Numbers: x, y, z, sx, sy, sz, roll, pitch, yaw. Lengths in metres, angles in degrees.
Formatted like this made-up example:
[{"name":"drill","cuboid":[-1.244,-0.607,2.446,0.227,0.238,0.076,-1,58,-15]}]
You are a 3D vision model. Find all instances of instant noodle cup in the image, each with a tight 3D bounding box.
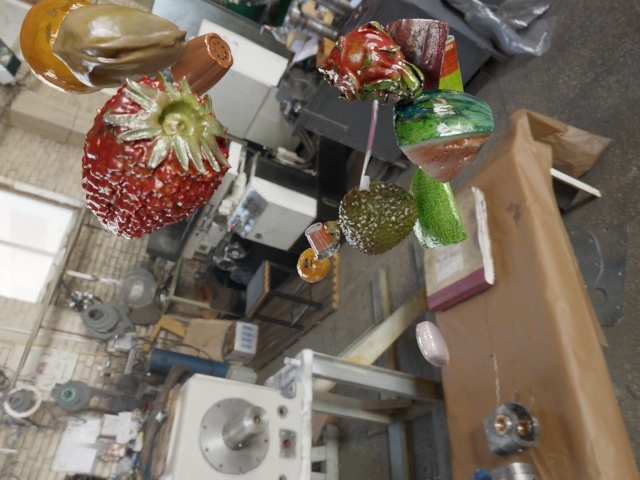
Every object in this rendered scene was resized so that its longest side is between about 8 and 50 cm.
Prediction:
[{"name":"instant noodle cup","cuboid":[0.001,-0.001,2.123,0.127,0.136,0.127,-28,21,12]},{"name":"instant noodle cup","cuboid":[0.456,-0.669,1.995,0.294,0.293,0.308,-114,7,-60]}]

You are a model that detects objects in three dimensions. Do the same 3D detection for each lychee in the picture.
[{"name":"lychee","cuboid":[0.180,-0.076,1.656,0.320,0.270,0.270,5,77,49]}]

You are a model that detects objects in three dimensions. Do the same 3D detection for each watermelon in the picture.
[{"name":"watermelon","cuboid":[0.351,-0.314,1.277,0.222,0.319,0.292,-18,55,33]}]

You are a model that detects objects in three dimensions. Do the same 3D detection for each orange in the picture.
[{"name":"orange","cuboid":[-0.822,-0.647,1.594,0.312,0.312,0.312,-50,31,44]},{"name":"orange","cuboid":[-0.035,0.123,2.388,0.177,0.155,0.178,-37,44,48]}]

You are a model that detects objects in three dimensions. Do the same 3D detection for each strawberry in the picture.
[{"name":"strawberry","cuboid":[-0.351,-0.164,0.996,0.343,0.292,0.292,-29,46,44]}]

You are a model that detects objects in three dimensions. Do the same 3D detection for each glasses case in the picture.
[{"name":"glasses case","cuboid":[0.361,0.336,1.531,0.075,0.297,0.113,-21,63,13]}]

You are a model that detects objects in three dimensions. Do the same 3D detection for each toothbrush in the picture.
[{"name":"toothbrush","cuboid":[0.145,-0.277,1.376,0.020,0.025,0.287,44,-127,-65]}]

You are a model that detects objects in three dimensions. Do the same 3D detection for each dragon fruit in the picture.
[{"name":"dragon fruit","cuboid":[0.127,-0.430,1.242,0.200,0.198,0.269,-42,71,20]}]

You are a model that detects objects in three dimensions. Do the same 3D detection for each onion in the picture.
[{"name":"onion","cuboid":[0.262,-0.533,1.525,0.314,0.280,0.146,81,-172,-62]}]

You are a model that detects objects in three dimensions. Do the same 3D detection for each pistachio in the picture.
[{"name":"pistachio","cuboid":[-0.416,-0.411,1.011,0.212,0.260,0.163,25,125,32]}]

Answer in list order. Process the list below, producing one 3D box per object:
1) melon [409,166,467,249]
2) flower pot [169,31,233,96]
[{"name":"melon","cuboid":[0.402,-0.140,1.691,0.196,0.124,0.324,-15,91,47]},{"name":"flower pot","cuboid":[-0.405,-0.625,1.665,0.173,0.190,0.191,-20,51,31]}]
